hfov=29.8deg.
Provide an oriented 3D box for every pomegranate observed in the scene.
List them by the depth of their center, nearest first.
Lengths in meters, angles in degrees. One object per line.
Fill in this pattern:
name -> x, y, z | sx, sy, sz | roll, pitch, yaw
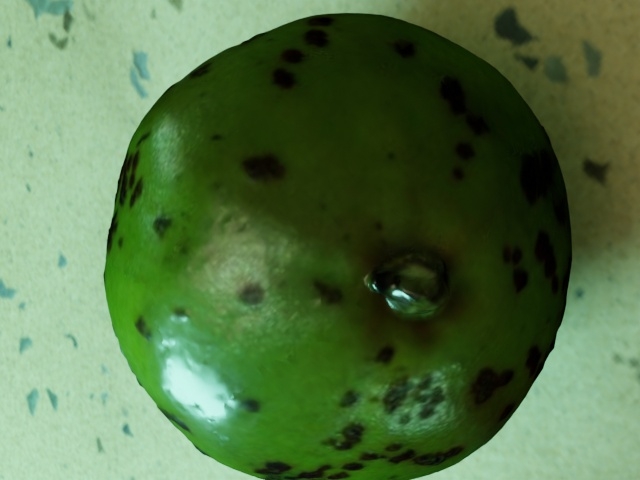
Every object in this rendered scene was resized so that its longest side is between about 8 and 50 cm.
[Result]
pomegranate -> 0.000, 0.000, 0.556 | 0.263, 0.211, 0.211 | -147, 53, -68
